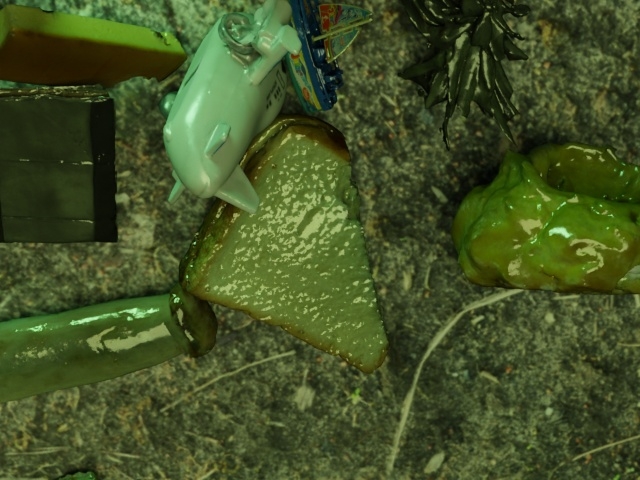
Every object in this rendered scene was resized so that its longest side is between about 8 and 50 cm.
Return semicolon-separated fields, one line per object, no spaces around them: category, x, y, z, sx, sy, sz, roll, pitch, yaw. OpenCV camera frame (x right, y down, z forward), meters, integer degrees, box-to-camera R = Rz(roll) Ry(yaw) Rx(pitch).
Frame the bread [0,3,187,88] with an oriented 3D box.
bread;-0.262;-0.207;1.385;0.226;0.049;0.088;3;149;-44

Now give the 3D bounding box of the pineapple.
pineapple;0.166;-0.284;1.417;0.165;0.165;0.365;2;110;-9

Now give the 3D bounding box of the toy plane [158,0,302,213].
toy plane;-0.102;-0.148;1.378;0.122;0.267;0.267;27;102;-19

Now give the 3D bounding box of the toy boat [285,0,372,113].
toy boat;0.009;-0.241;1.440;0.110;0.091;0.175;-14;105;17

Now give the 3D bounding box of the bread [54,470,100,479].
bread;-0.337;0.373;1.595;0.156;0.103;0.110;-21;121;5

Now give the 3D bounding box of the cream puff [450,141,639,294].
cream puff;0.293;-0.027;1.468;0.281;0.282;0.185;4;85;-9

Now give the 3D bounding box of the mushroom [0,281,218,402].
mushroom;-0.280;0.124;1.528;0.312;0.081;0.100;-13;98;1

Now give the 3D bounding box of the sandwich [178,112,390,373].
sandwich;0.001;0.002;1.503;0.288;0.099;0.254;28;99;-21

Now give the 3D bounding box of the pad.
pad;-0.321;-0.080;1.438;0.174;0.022;0.233;0;133;-8
